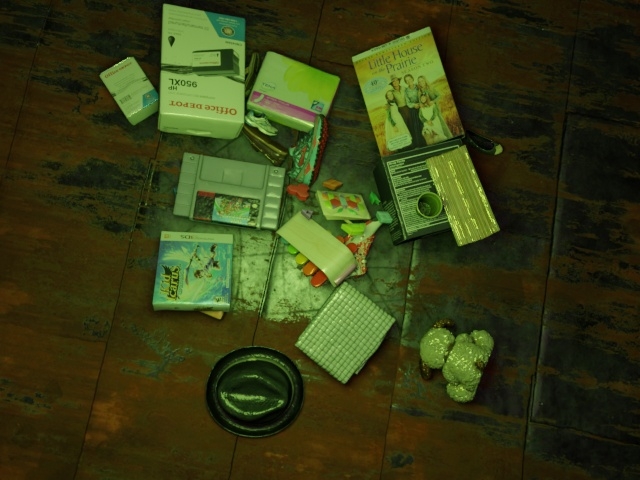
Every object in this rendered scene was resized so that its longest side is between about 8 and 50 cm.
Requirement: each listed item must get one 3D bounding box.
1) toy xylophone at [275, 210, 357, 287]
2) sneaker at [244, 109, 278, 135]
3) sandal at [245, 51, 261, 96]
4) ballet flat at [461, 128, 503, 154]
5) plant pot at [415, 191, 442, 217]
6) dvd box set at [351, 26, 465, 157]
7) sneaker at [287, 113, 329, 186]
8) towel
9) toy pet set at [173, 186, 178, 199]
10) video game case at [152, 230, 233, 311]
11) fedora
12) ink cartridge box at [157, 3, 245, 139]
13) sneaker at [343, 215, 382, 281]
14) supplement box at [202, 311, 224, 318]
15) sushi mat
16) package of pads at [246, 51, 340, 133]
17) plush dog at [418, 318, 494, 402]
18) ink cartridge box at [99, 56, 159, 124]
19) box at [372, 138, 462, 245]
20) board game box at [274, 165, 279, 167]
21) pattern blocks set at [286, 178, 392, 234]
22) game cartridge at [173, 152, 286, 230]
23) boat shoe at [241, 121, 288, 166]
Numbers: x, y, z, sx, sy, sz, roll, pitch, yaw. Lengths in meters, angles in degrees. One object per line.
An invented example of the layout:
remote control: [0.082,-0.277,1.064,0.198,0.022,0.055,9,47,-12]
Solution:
toy xylophone: [0.000,0.000,1.669,0.236,0.081,0.323,-36,60,-11]
sneaker: [-0.207,-0.425,1.769,0.135,0.052,0.058,23,116,-26]
sandal: [-0.264,-0.614,1.816,0.049,0.072,0.180,9,79,14]
ballet flat: [0.602,-0.366,1.834,0.173,0.049,0.058,22,82,0]
plant pot: [0.341,-0.107,1.584,0.083,0.079,0.083,1,83,-4]
dvd box set: [0.316,-0.526,1.792,0.307,0.062,0.421,-16,83,13]
sneaker: [-0.053,-0.322,1.724,0.125,0.104,0.262,20,112,8]
towel: [0.081,0.309,1.670,0.235,0.121,0.284,38,88,-5]
toy pet set: [-0.456,-0.169,1.754,0.114,0.065,0.122,-29,86,-42]
video game case: [-0.421,0.101,1.645,0.244,0.061,0.270,2,61,-10]
fedora: [-0.218,0.503,1.610,0.333,0.152,0.334,0,82,-3]
ink cartridge box: [-0.415,-0.581,1.720,0.285,0.166,0.395,2,82,-19]
sneaker: [0.144,0.035,1.732,0.270,0.090,0.145,-36,86,-4]
supplement box: [-0.430,0.194,1.682,0.233,0.080,0.078,23,80,-1]
sushi mat: [0.470,-0.149,1.629,0.151,0.019,0.317,-19,84,-8]
package of pads: [-0.096,-0.538,1.795,0.296,0.101,0.229,20,81,-1]
plush dog: [0.444,0.391,1.660,0.225,0.210,0.263,21,81,24]
ink cartridge box: [-0.678,-0.539,1.772,0.139,0.082,0.191,-33,84,-8]
box: [0.373,-0.165,1.725,0.296,0.183,0.294,-14,84,-6]
board game box: [-0.248,-0.174,1.753,0.194,0.060,0.194,4,82,-2]
pattern blocks set: [0.074,-0.121,1.674,0.324,0.026,0.285,-7,46,-29]
game cartridge: [-0.309,-0.163,1.684,0.354,0.068,0.230,8,77,-5]
boat shoe: [-0.215,-0.348,1.776,0.207,0.073,0.073,40,121,9]
